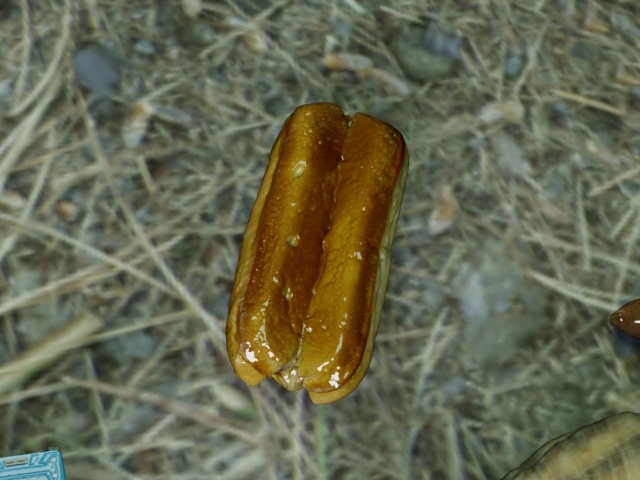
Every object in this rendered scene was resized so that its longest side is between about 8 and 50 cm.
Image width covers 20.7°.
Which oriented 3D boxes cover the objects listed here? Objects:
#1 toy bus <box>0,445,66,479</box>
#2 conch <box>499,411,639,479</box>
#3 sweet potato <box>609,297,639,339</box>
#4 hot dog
[{"bbox_3d":[-0.121,0.112,0.694,0.038,0.083,0.046,-7,68,-16],"label":"toy bus"},{"bbox_3d":[0.085,0.185,0.644,0.291,0.159,0.210,-24,44,19],"label":"conch"},{"bbox_3d":[0.253,-0.013,0.877,0.078,0.058,0.255,32,56,32],"label":"sweet potato"},{"bbox_3d":[0.000,0.000,0.821,0.071,0.045,0.165,13,53,0],"label":"hot dog"}]
